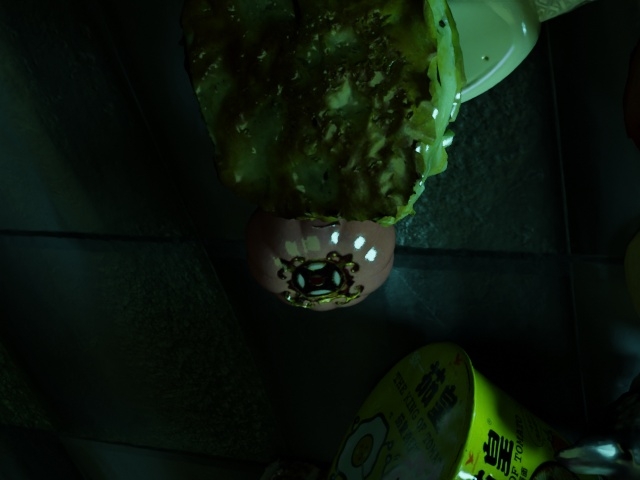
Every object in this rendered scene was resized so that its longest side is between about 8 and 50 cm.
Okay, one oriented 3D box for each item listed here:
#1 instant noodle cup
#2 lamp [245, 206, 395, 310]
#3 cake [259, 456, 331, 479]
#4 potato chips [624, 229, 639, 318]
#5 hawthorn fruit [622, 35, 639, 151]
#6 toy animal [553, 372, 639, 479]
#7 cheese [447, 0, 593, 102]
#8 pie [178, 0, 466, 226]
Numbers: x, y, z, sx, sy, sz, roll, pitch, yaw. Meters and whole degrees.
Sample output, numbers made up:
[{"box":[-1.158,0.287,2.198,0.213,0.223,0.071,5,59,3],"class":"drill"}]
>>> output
[{"box":[0.188,0.328,1.269,0.254,0.325,0.325,31,138,-17],"class":"instant noodle cup"},{"box":[0.000,0.000,1.168,0.182,0.140,0.182,2,138,1],"class":"lamp"},{"box":[-0.030,0.441,1.601,0.147,0.134,0.135,11,135,30],"class":"cake"},{"box":[0.422,0.064,1.065,0.195,0.062,0.208,15,134,11],"class":"potato chips"},{"box":[0.344,-0.139,0.850,0.181,0.181,0.235,-28,96,41],"class":"hawthorn fruit"},{"box":[0.372,0.295,1.082,0.194,0.344,0.302,-10,143,28],"class":"toy animal"},{"box":[0.186,-0.214,0.924,0.235,0.050,0.127,-16,119,40],"class":"cheese"},{"box":[-0.004,-0.176,0.955,0.288,0.103,0.354,-20,86,37],"class":"pie"}]
